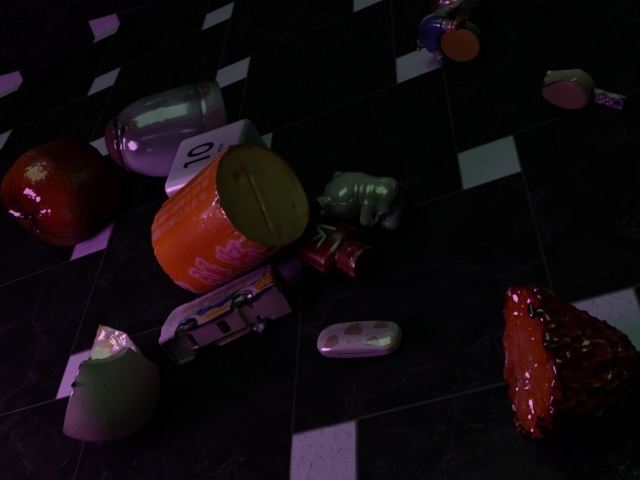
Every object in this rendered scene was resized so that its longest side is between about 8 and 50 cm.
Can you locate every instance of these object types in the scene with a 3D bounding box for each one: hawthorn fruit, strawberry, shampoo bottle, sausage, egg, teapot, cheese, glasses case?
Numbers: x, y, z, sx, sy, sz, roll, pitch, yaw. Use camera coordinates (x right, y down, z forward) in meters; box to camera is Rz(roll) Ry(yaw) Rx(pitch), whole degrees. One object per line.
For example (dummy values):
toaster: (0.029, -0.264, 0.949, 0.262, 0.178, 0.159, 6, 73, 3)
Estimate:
hawthorn fruit: (-0.675, -0.155, 2.096, 0.285, 0.284, 0.369, 14, 44, 44)
strawberry: (0.360, 0.161, 1.097, 0.178, 0.234, 0.234, -3, 40, -4)
shampoo bottle: (-0.001, -0.001, 1.603, 0.118, 0.076, 0.314, -42, 39, -16)
sausage: (-0.190, -0.038, 1.585, 0.287, 0.233, 0.233, -30, 30, 46)
egg: (-0.396, 0.295, 1.504, 0.271, 0.162, 0.206, -170, 96, -81)
teapot: (-0.398, -0.262, 2.011, 0.312, 0.315, 0.233, -11, 74, -9)
cheese: (0.526, -0.303, 1.542, 0.171, 0.092, 0.047, 14, 65, 43)
glasses case: (0.069, 0.179, 1.388, 0.164, 0.041, 0.063, -6, 45, 30)

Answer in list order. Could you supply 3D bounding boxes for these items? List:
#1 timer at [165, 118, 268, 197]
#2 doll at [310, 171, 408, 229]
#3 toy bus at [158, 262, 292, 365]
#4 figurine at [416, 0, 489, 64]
timer: (-0.222, -0.141, 1.817, 0.195, 0.194, 0.192, -14, 42, 22)
doll: (0.085, -0.088, 1.587, 0.192, 0.095, 0.149, 6, 41, 16)
toy bus: (-0.193, 0.151, 1.567, 0.274, 0.090, 0.112, -26, 32, 10)
figurine: (0.347, -0.568, 1.924, 0.158, 0.161, 0.275, 23, 58, 1)
